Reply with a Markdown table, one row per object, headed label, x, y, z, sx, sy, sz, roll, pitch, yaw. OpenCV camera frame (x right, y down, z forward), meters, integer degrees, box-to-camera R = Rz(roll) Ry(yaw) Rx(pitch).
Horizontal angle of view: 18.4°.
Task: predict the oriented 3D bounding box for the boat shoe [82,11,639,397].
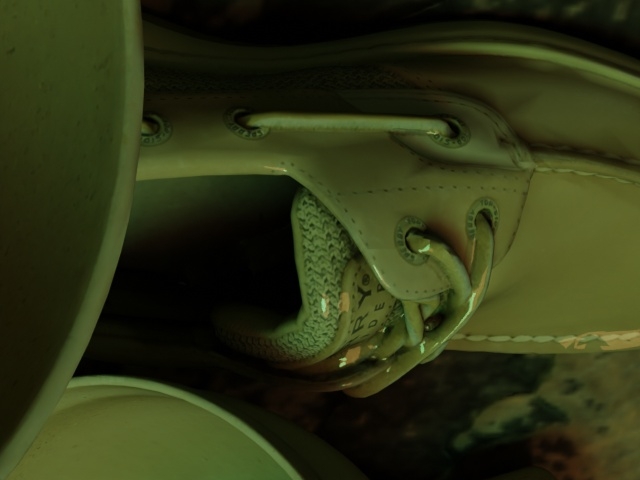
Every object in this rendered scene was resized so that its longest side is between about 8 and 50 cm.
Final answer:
| label | x | y | z | sx | sy | sz | roll | pitch | yaw |
| --- | --- | --- | --- | --- | --- | --- | --- | --- | --- |
| boat shoe | 0.000 | 0.000 | 0.546 | 0.302 | 0.098 | 0.109 | 8 | 130 | -19 |

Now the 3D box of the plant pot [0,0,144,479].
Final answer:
| label | x | y | z | sx | sy | sz | roll | pitch | yaw |
| --- | --- | --- | --- | --- | --- | --- | --- | --- | --- |
| plant pot | -0.203 | -0.034 | 0.384 | 0.284 | 0.284 | 0.191 | 26 | 148 | -31 |

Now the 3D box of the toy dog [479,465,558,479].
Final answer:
| label | x | y | z | sx | sy | sz | roll | pitch | yaw |
| --- | --- | --- | --- | --- | --- | --- | --- | --- | --- |
| toy dog | 0.040 | 0.233 | 0.696 | 0.220 | 0.161 | 0.334 | -28 | 120 | 7 |

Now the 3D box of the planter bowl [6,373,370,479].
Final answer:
| label | x | y | z | sx | sy | sz | roll | pitch | yaw |
| --- | --- | --- | --- | --- | --- | --- | --- | --- | --- |
| planter bowl | -0.030 | 0.117 | 0.548 | 0.162 | 0.162 | 0.109 | -38 | 161 | 21 |
